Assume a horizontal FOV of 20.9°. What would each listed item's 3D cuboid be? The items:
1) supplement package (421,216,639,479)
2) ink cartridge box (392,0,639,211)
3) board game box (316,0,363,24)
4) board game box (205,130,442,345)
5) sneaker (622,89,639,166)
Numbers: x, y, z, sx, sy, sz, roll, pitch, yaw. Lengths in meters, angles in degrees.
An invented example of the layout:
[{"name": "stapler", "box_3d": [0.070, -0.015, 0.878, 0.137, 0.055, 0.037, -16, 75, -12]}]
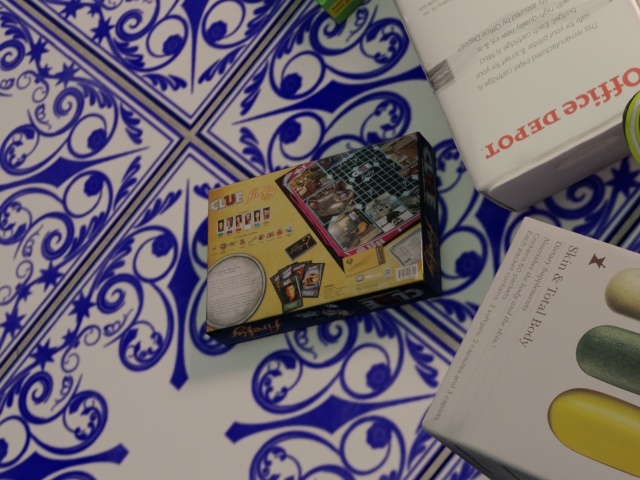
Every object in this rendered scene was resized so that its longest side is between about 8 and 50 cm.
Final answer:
[{"name": "supplement package", "box_3d": [0.265, 0.137, 1.396, 0.263, 0.198, 0.199, 20, 78, 37]}, {"name": "ink cartridge box", "box_3d": [0.198, -0.196, 1.617, 0.207, 0.117, 0.283, -28, 70, 17]}, {"name": "board game box", "box_3d": [0.070, -0.410, 1.885, 0.317, 0.046, 0.213, -44, 51, 5]}, {"name": "board game box", "box_3d": [0.000, 0.000, 1.726, 0.243, 0.042, 0.165, -14, 61, 25]}, {"name": "sneaker", "box_3d": [0.356, -0.014, 1.421, 0.111, 0.121, 0.300, -43, 81, 7]}]
